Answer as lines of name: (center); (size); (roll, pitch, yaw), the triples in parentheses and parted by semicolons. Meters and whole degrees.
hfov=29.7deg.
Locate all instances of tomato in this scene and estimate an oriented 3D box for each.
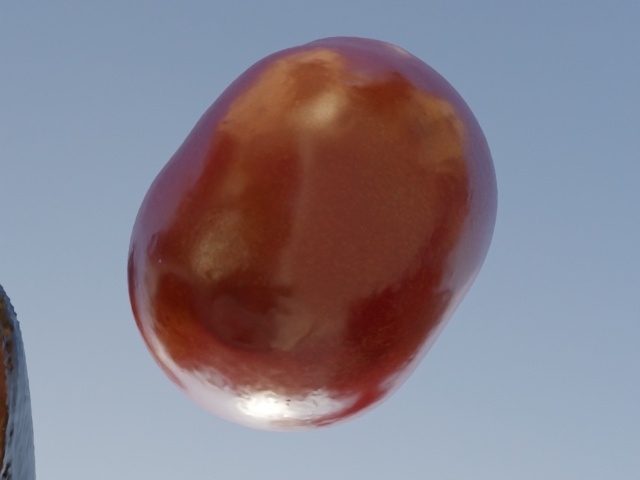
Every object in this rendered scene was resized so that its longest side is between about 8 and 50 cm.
tomato: (0.000, 0.000, 0.550); (0.136, 0.195, 0.195); (35, -91, 5)

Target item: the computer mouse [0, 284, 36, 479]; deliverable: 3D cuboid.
computer mouse: (-0.294, 0.147, 0.857); (0.183, 0.116, 0.323); (8, -64, 15)
